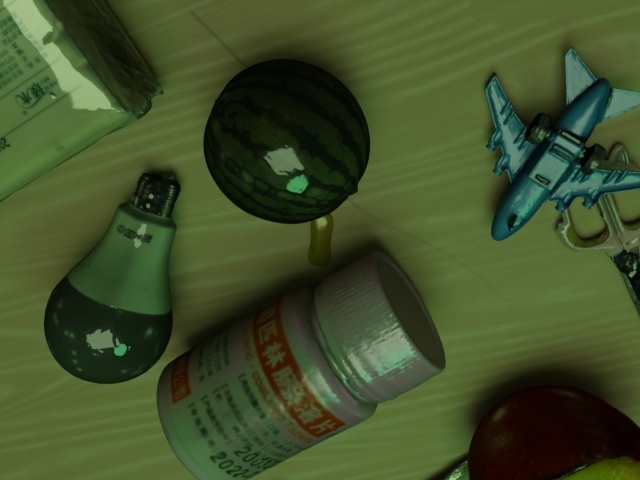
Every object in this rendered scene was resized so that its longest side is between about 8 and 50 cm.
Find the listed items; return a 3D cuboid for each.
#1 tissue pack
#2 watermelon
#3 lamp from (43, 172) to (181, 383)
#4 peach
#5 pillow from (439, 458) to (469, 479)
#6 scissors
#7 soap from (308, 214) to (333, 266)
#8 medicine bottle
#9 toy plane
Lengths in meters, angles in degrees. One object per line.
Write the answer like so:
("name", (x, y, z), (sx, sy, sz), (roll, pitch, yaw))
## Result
("tissue pack", (-0.432, -0.197, 0.933), (0.380, 0.207, 0.297), (-26, 111, 14))
("watermelon", (-0.040, -0.122, 0.960), (0.212, 0.212, 0.212), (1, 117, 2))
("lamp", (-0.302, 0.054, 1.088), (0.181, 0.182, 0.314), (6, 103, -1))
("peach", (0.369, 0.342, 1.161), (0.274, 0.245, 0.248), (-34, 152, 25))
("pillow", (0.251, 0.461, 1.333), (0.229, 0.050, 0.148), (-38, 116, 19))
("scissors", (0.443, 0.012, 1.108), (0.160, 0.024, 0.318), (-24, 113, 12))
("soap", (0.000, 0.000, 1.125), (0.034, 0.012, 0.089), (4, 117, 0))
("medicine bottle", (-0.030, 0.191, 1.109), (0.388, 0.219, 0.219), (-30, 112, 16))
("toy plane", (0.308, -0.107, 1.009), (0.254, 0.105, 0.271), (31, 108, 3))
